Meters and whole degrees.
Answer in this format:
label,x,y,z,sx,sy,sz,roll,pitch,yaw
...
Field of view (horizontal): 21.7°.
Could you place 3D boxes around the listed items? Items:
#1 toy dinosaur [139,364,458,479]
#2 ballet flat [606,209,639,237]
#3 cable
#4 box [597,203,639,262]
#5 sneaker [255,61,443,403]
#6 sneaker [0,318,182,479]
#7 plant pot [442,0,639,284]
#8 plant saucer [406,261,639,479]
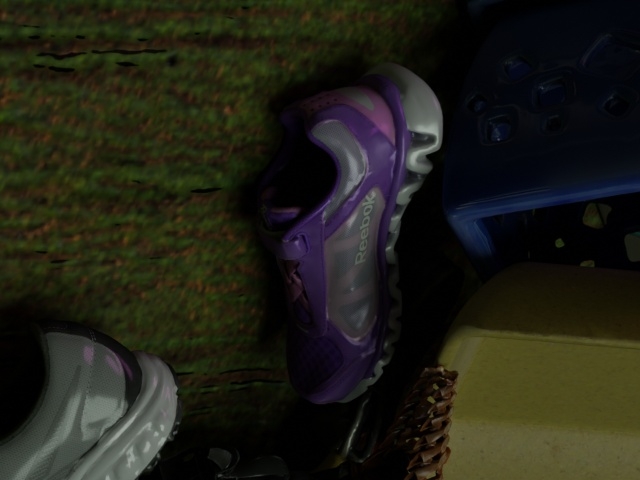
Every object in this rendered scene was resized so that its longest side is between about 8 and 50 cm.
label,x,y,z,sx,sy,sz,roll,pitch,yaw
toy dinosaur,-0.007,0.201,1.131,0.218,0.164,0.322,3,111,-39
ballet flat,0.258,-0.104,1.307,0.077,0.079,0.221,107,-6,-67
cable,0.047,0.129,1.214,0.139,0.072,0.287,-6,139,-51
box,0.319,-0.008,1.448,0.094,0.113,0.275,-49,146,-12
sneaker,0.000,0.000,1.089,0.104,0.095,0.236,-9,119,-39
sneaker,-0.201,0.159,0.975,0.108,0.100,0.271,36,90,-31
plant pot,0.223,-0.073,1.143,0.236,0.236,0.212,51,36,-54
plant saucer,0.226,0.108,1.176,0.333,0.333,0.081,104,-10,-63
